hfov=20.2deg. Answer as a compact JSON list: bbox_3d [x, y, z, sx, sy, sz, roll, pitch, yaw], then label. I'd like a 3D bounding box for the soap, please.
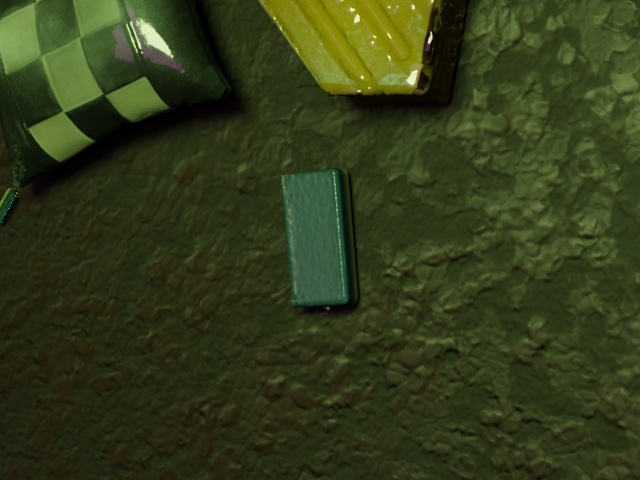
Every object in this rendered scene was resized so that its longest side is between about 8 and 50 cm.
[{"bbox_3d":[0.032,-0.228,1.543,0.160,0.080,0.257,-39,75,19],"label":"soap"}]

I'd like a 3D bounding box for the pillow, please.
[{"bbox_3d":[-0.207,-0.172,1.631,0.250,0.106,0.186,-21,80,26],"label":"pillow"}]

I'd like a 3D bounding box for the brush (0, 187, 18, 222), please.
[{"bbox_3d":[-0.313,-0.014,1.721,0.013,0.016,0.083,36,103,8],"label":"brush"}]

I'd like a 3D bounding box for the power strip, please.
[{"bbox_3d":[0.000,0.000,1.578,0.056,0.032,0.123,-6,87,24],"label":"power strip"}]
